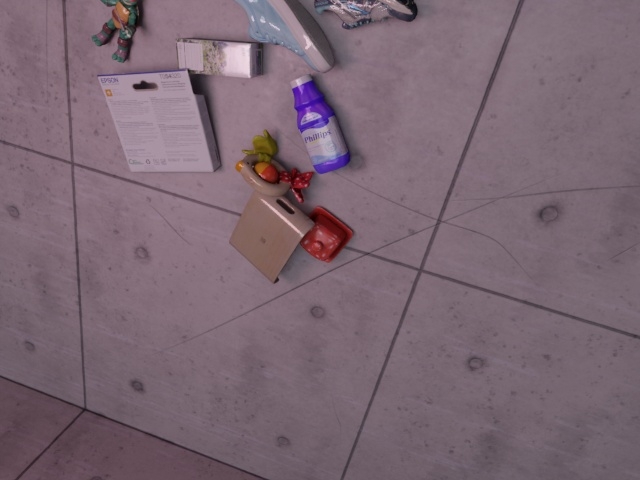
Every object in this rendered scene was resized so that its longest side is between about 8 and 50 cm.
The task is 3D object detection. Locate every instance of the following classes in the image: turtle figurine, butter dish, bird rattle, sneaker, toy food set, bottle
[{"bbox_3d":[-0.602,-0.665,1.273,0.175,0.118,0.234,51,132,6],"label":"turtle figurine"},{"bbox_3d":[0.000,0.000,1.406,0.160,0.118,0.160,37,117,-4],"label":"butter dish"},{"bbox_3d":[-0.155,-0.199,1.319,0.253,0.207,0.143,50,128,-2],"label":"bird rattle"},{"bbox_3d":[0.114,-0.619,1.123,0.283,0.110,0.122,23,135,7],"label":"sneaker"},{"bbox_3d":[-0.112,-0.588,1.178,0.150,0.135,0.365,-38,91,34],"label":"sneaker"},{"bbox_3d":[-0.167,-0.018,1.436,0.220,0.092,0.306,42,128,10],"label":"toy food set"},{"bbox_3d":[-0.008,-0.345,1.267,0.118,0.092,0.282,-15,109,22],"label":"bottle"}]

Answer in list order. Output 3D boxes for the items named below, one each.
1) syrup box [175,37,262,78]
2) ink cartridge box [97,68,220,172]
[{"bbox_3d":[-0.295,-0.540,1.256,0.237,0.096,0.093,9,117,11],"label":"syrup box"},{"bbox_3d":[-0.515,-0.382,1.381,0.325,0.071,0.329,3,122,15],"label":"ink cartridge box"}]
